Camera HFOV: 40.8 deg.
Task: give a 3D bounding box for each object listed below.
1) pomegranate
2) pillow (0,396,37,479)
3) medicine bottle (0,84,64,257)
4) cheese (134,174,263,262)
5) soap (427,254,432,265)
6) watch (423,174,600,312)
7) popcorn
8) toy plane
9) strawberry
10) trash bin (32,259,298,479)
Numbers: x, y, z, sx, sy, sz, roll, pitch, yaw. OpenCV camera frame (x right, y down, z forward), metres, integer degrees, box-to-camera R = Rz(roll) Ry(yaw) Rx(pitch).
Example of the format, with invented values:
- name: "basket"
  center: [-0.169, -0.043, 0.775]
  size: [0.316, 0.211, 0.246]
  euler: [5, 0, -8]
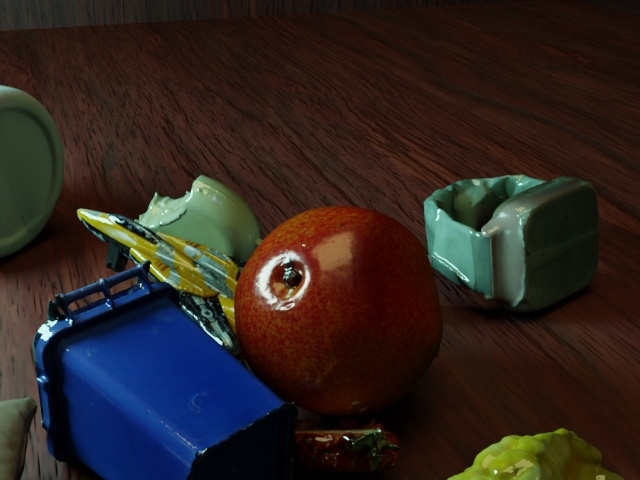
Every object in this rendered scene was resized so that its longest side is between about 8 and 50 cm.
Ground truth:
- name: "pomegranate"
  center: [0.029, 0.081, 0.911]
  size: [0.257, 0.221, 0.221]
  euler: [26, 3, -42]
- name: "pillow"
  center: [-0.357, 0.226, 0.718]
  size: [0.236, 0.084, 0.223]
  euler: [-6, 31, -9]
- name: "medicine bottle"
  center: [-0.543, -0.111, 1.249]
  size: [0.241, 0.252, 0.252]
  euler: [11, 27, 23]
- name: "cheese"
  center: [-0.127, 0.013, 1.172]
  size: [0.249, 0.163, 0.071]
  euler: [38, 44, -9]
- name: "soap"
  center: [0.075, 0.052, 1.087]
  size: [0.149, 0.100, 0.056]
  euler: [1, 27, -2]
- name: "watch"
  center: [0.249, -0.021, 1.200]
  size: [0.253, 0.161, 0.241]
  euler: [-19, 24, -36]
- name: "popcorn"
  center: [0.173, 0.233, 0.660]
  size: [0.170, 0.180, 0.180]
  euler: [-15, 8, 44]
- name: "toy plane"
  center: [-0.179, 0.043, 1.079]
  size: [0.316, 0.103, 0.204]
  euler: [19, 28, 19]
- name: "strawberry"
  center: [0.009, 0.196, 0.818]
  size: [0.152, 0.048, 0.104]
  euler: [-8, -10, 42]
- name: "trash bin"
  center: [-0.143, 0.149, 0.793]
  size: [0.162, 0.184, 0.234]
  euler: [-24, 40, -39]
